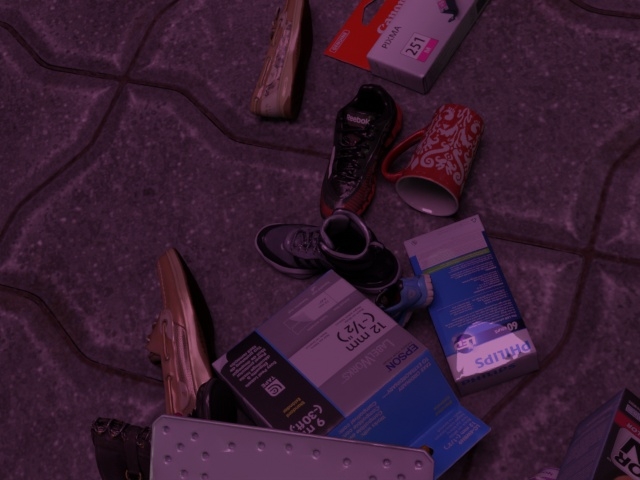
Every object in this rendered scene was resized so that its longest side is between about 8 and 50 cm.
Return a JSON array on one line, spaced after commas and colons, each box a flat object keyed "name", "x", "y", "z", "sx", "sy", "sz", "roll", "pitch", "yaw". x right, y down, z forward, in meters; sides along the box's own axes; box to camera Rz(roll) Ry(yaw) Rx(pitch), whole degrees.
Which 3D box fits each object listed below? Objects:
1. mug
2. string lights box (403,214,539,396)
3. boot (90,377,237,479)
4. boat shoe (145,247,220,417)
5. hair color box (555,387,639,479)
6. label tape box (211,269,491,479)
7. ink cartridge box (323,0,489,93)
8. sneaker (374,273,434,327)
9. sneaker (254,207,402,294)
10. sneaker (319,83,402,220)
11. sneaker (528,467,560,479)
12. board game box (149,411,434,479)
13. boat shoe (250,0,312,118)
[{"name": "mug", "x": 0.195, "y": -0.149, "z": 1.714, "sx": 0.150, "sy": 0.113, "sz": 0.169, "roll": 24, "pitch": 66, "yaw": 4}, {"name": "string lights box", "x": 0.237, "y": 0.100, "z": 1.589, "sx": 0.133, "sy": 0.077, "sz": 0.260, "roll": -20, "pitch": 59, "yaw": 5}, {"name": "boot", "x": -0.249, "y": 0.308, "z": 1.529, "sx": 0.229, "sy": 0.263, "sz": 0.091, "roll": 11, "pitch": 27, "yaw": 15}, {"name": "boat shoe", "x": -0.238, "y": 0.168, "z": 1.656, "sx": 0.110, "sy": 0.122, "sz": 0.341, "roll": -19, "pitch": 60, "yaw": 4}, {"name": "hair color box", "x": 0.374, "y": 0.378, "z": 1.238, "sx": 0.185, "sy": 0.113, "sz": 0.374, "roll": 38, "pitch": 43, "yaw": 2}, {"name": "label tape box", "x": 0.040, "y": 0.229, "z": 1.483, "sx": 0.249, "sy": 0.115, "sz": 0.347, "roll": -37, "pitch": 47, "yaw": -16}, {"name": "ink cartridge box", "x": 0.167, "y": -0.434, "z": 1.913, "sx": 0.239, "sy": 0.060, "sz": 0.275, "roll": 26, "pitch": 72, "yaw": 25}, {"name": "sneaker", "x": 0.112, "y": 0.096, "z": 1.588, "sx": 0.073, "sy": 0.162, "sz": 0.063, "roll": 5, "pitch": 58, "yaw": -25}, {"name": "sneaker", "x": 0.000, "y": 0.000, "z": 1.664, "sx": 0.268, "sy": 0.153, "sz": 0.101, "roll": 15, "pitch": 67, "yaw": 22}, {"name": "sneaker", "x": 0.060, "y": -0.157, "z": 1.746, "sx": 0.097, "sy": 0.135, "sz": 0.276, "roll": 16, "pitch": 68, "yaw": 20}, {"name": "sneaker", "x": 0.378, "y": 0.434, "z": 1.355, "sx": 0.102, "sy": 0.161, "sz": 0.282, "roll": -38, "pitch": 84, "yaw": 36}, {"name": "board game box", "x": -0.048, "y": 0.445, "z": 1.369, "sx": 0.390, "sy": 0.050, "sz": 0.390, "roll": 5, "pitch": 97, "yaw": 13}, {"name": "boat shoe", "x": -0.073, "y": -0.365, "z": 1.913, "sx": 0.089, "sy": 0.104, "sz": 0.285, "roll": 2, "pitch": 63, "yaw": 13}]
